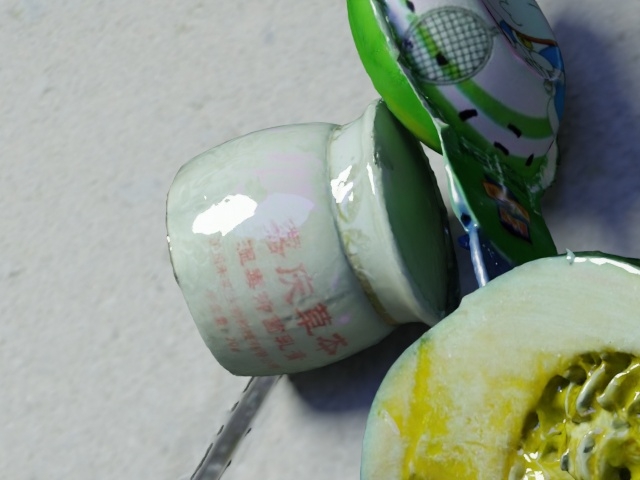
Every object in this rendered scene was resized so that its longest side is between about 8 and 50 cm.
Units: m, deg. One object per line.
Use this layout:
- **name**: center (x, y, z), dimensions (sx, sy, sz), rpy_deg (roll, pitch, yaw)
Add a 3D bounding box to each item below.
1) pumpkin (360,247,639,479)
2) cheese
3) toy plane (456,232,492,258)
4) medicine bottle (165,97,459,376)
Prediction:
- **pumpkin**: center (0.173, 0.155, 0.812), dimensions (0.263, 0.197, 0.293), rpy_deg (-20, 73, 40)
- **cheese**: center (0.090, -0.079, 1.001), dimensions (0.083, 0.204, 0.320), rpy_deg (-30, 53, 25)
- **toy plane**: center (0.124, 0.043, 1.009), dimensions (0.062, 0.054, 0.167), rpy_deg (-20, 51, -14)
- **medicine bottle**: center (0.000, 0.000, 1.035), dimensions (0.143, 0.147, 0.147), rpy_deg (-15, 55, 18)
